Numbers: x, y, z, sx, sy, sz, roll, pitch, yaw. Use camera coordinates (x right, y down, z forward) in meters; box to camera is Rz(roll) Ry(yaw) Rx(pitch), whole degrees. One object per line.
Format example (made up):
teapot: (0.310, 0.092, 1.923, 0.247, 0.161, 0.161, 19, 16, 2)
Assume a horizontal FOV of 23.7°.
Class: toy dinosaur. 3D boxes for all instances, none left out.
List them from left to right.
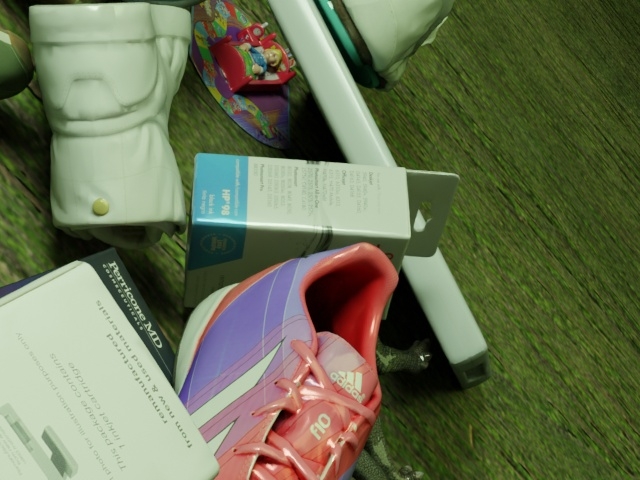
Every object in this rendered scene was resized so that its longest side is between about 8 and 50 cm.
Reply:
toy dinosaur: (-0.005, 0.102, 1.108, 0.160, 0.121, 0.313, 34, 37, -20)

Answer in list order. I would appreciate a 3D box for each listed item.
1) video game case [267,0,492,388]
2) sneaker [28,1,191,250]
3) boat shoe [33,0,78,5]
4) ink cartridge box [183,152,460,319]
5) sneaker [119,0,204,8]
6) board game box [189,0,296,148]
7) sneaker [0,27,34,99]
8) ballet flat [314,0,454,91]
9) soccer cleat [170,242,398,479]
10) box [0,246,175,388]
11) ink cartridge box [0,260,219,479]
video game case: (0.057, -0.034, 1.295, 0.329, 0.036, 0.300, 64, 2, 11)
sneaker: (-0.143, -0.079, 1.060, 0.292, 0.108, 0.169, -76, 163, -81)
boat shoe: (-0.220, -0.302, 1.043, 0.098, 0.109, 0.302, -47, 129, -33)
ink cartridge box: (0.000, 0.000, 1.038, 0.180, 0.104, 0.060, 4, 54, -6)
sneaker: (-0.137, -0.278, 1.242, 0.125, 0.139, 0.341, 56, 27, -30)
board game box: (-0.059, -0.164, 1.361, 0.133, 0.033, 0.169, 41, 30, -33)
sneaker: (-0.245, -0.091, 0.921, 0.192, 0.064, 0.086, 12, 59, -57)
ballet flat: (0.063, -0.212, 1.364, 0.139, 0.139, 0.400, 56, 2, -5)
soccer cleat: (-0.026, 0.109, 0.786, 0.108, 0.116, 0.318, 49, 26, -21)
box: (-0.125, 0.152, 0.818, 0.261, 0.103, 0.184, 59, 23, 2)
ink cartridge box: (-0.197, 0.136, 0.578, 0.117, 0.207, 0.283, 56, 26, 0)
